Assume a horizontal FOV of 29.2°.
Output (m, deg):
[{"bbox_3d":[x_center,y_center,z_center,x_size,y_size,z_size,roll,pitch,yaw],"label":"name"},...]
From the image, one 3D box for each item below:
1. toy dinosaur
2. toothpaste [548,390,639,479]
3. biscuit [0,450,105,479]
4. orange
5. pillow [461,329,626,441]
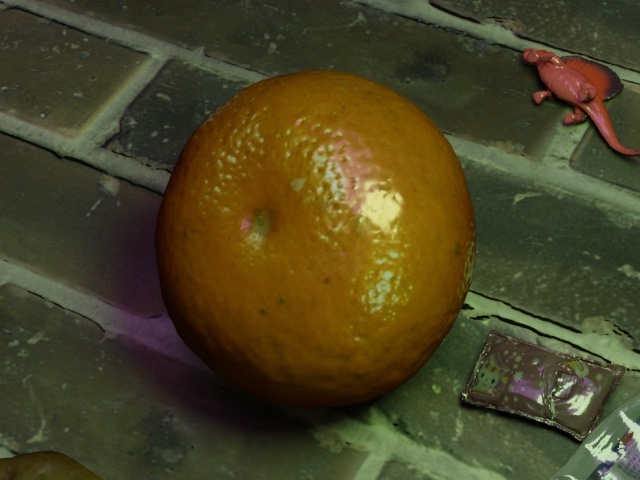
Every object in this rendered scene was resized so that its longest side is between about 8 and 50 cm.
[{"bbox_3d":[0.425,-0.221,1.879,0.139,0.070,0.286,-19,50,-37],"label":"toy dinosaur"},{"bbox_3d":[0.395,0.246,1.496,0.282,0.068,0.099,-44,39,-18],"label":"toothpaste"},{"bbox_3d":[-0.373,0.408,1.458,0.359,0.046,0.359,-4,51,5],"label":"biscuit"},{"bbox_3d":[0.000,0.000,1.545,0.424,0.326,0.423,-6,77,29],"label":"orange"},{"bbox_3d":[0.283,0.185,1.566,0.185,0.043,0.118,16,63,21],"label":"pillow"}]
